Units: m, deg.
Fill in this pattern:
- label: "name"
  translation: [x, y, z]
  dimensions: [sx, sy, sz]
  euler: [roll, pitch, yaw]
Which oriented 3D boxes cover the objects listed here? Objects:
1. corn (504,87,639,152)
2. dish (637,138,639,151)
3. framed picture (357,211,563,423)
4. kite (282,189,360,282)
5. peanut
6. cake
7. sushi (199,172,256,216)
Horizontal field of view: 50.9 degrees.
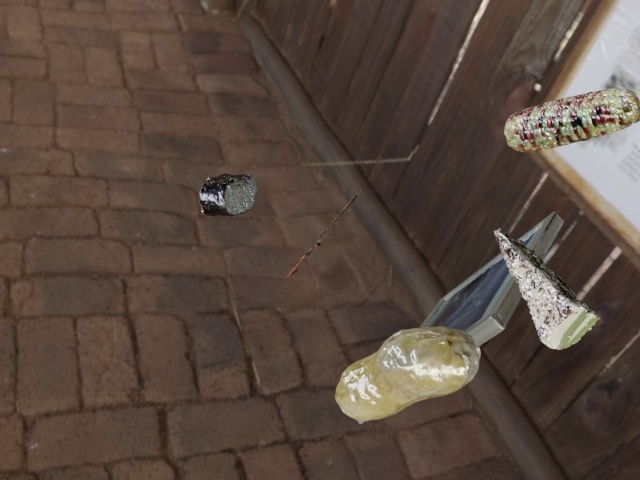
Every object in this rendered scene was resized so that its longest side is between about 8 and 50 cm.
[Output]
- label: "corn"
  translation: [0.440, -0.211, 1.177]
  dimensions: [0.086, 0.253, 0.086]
  euler: [5, 81, -37]
- label: "dish"
  translation: [0.542, -0.195, 1.042]
  dimensions: [0.039, 0.137, 0.091]
  euler: [32, 24, 33]
- label: "framed picture"
  translation: [0.253, 0.124, 1.182]
  dimensions: [0.028, 0.326, 0.446]
  euler: [48, 36, 4]
- label: "kite"
  translation: [0.000, 0.000, 1.265]
  dimensions: [0.014, 0.241, 0.183]
  euler: [39, 7, 0]
- label: "peanut"
  translation: [0.106, 0.171, 0.870]
  dimensions: [0.099, 0.214, 0.099]
  euler: [30, 41, -30]
- label: "cake"
  translation: [0.224, 0.037, 0.677]
  dimensions: [0.051, 0.055, 0.140]
  euler: [15, 45, -37]
- label: "sushi"
  translation: [-0.200, -0.097, 1.445]
  dimensions: [0.078, 0.090, 0.150]
  euler: [7, 17, 19]
